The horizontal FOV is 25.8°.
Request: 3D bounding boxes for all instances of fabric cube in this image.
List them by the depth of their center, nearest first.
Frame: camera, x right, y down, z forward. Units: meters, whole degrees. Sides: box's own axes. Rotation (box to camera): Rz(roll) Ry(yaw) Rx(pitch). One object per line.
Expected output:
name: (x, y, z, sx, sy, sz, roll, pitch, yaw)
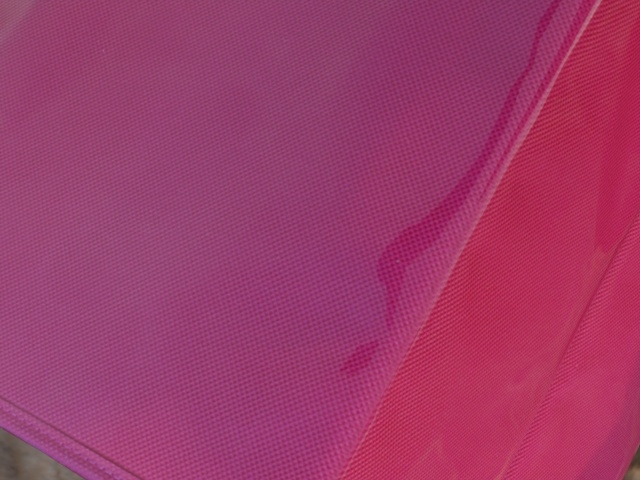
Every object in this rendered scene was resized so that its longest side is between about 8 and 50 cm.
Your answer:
fabric cube: (0.000, 0.000, 0.583, 0.254, 0.259, 0.258, 21, 76, 32)
